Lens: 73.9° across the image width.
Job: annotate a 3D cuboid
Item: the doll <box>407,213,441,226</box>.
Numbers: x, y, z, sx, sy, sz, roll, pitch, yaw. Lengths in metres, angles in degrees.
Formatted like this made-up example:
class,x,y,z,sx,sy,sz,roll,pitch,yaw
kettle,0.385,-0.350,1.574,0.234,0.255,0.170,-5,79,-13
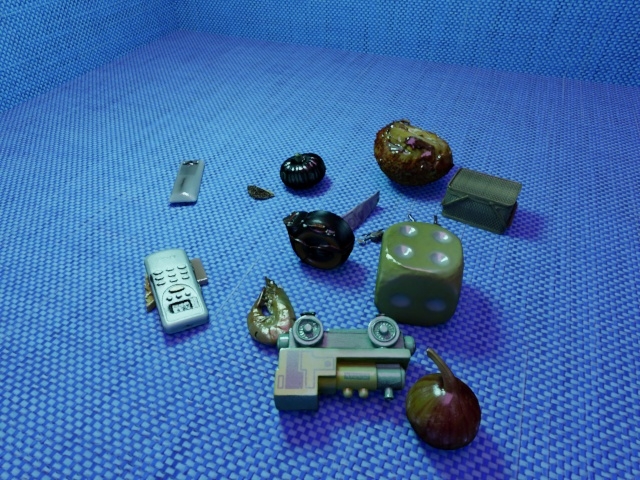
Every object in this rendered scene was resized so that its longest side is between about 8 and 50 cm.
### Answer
class,x,y,z,sx,sy,sz,roll,pitch,yaw
doll,0.387,-0.022,1.520,0.139,0.057,0.165,2,47,0

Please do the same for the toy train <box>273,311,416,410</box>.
class,x,y,z,sx,sy,sz,roll,pitch,yaw
toy train,0.068,0.315,1.098,0.370,0.150,0.237,0,51,2

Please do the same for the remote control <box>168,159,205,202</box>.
class,x,y,z,sx,sy,sz,roll,pitch,yaw
remote control,-0.567,-0.262,1.805,0.110,0.055,0.312,-4,42,-3

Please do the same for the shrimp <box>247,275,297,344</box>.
class,x,y,z,sx,sy,sz,roll,pitch,yaw
shrimp,-0.152,0.205,1.282,0.146,0.061,0.267,-15,45,-1

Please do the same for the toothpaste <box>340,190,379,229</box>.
class,x,y,z,sx,sy,sz,roll,pitch,yaw
toothpaste,0.124,-0.086,1.586,0.301,0.075,0.048,-37,30,-29

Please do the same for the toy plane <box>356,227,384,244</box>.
class,x,y,z,sx,sy,sz,roll,pitch,yaw
toy plane,0.189,-0.013,1.531,0.121,0.031,0.049,-21,40,-23

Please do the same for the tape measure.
class,x,y,z,sx,sy,sz,roll,pitch,yaw
tape measure,0.000,0.000,1.395,0.223,0.202,0.135,4,42,28

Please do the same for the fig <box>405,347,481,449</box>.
class,x,y,z,sx,sy,sz,roll,pitch,yaw
fig,0.288,0.372,0.976,0.175,0.207,0.175,6,35,-4

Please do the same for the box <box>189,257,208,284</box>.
class,x,y,z,sx,sy,sz,roll,pitch,yaw
box,-0.411,0.105,1.421,0.048,0.025,0.115,-16,44,-22

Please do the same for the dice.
class,x,y,z,sx,sy,sz,roll,pitch,yaw
dice,0.288,0.095,1.268,0.234,0.226,0.238,7,42,6

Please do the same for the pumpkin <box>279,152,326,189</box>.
class,x,y,z,sx,sy,sz,roll,pitch,yaw
pumpkin,-0.073,-0.289,1.764,0.195,0.149,0.194,-2,10,0

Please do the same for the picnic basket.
class,x,y,z,sx,sy,sz,roll,pitch,yaw
picnic basket,0.597,-0.152,1.591,0.267,0.139,0.165,22,47,24

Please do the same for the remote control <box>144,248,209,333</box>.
class,x,y,z,sx,sy,sz,roll,pitch,yaw
remote control,-0.449,0.144,1.320,0.140,0.056,0.296,-12,52,-26

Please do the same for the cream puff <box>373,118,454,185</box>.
class,x,y,z,sx,sy,sz,roll,pitch,yaw
cream puff,0.365,-0.341,1.739,0.351,0.228,0.350,17,28,-10

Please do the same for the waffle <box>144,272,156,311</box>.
class,x,y,z,sx,sy,sz,roll,pitch,yaw
waffle,-0.567,0.145,1.382,0.191,0.032,0.125,26,51,30

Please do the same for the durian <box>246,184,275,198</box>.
class,x,y,z,sx,sy,sz,roll,pitch,yaw
durian,-0.252,-0.195,1.747,0.131,0.052,0.066,18,7,16
